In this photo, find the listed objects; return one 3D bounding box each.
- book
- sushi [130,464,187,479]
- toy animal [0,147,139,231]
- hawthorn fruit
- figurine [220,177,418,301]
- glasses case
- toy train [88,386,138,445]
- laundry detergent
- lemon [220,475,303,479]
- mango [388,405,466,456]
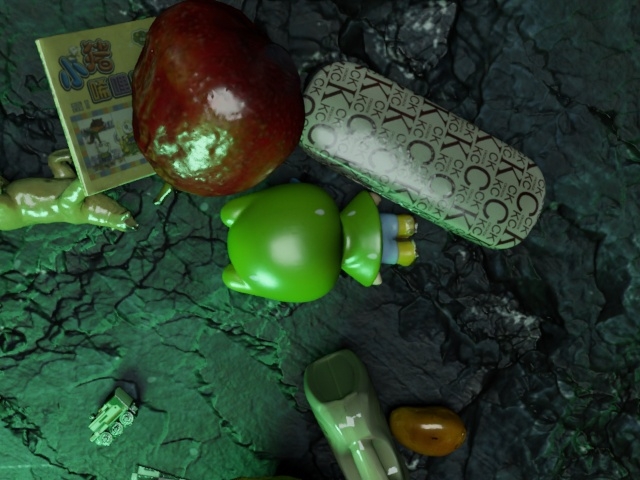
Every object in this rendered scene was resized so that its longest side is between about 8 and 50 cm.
[{"bbox_3d":[-0.250,-0.170,0.946,0.168,0.013,0.192,-26,108,-39],"label":"book"},{"bbox_3d":[-0.247,0.449,1.134,0.139,0.031,0.201,20,101,-8],"label":"sushi"},{"bbox_3d":[-0.352,-0.055,0.989,0.219,0.103,0.101,-5,122,-4],"label":"toy animal"},{"bbox_3d":[-0.133,-0.143,0.912,0.210,0.230,0.266,11,119,-33],"label":"hawthorn fruit"},{"bbox_3d":[0.000,0.000,0.997,0.263,0.143,0.162,-2,99,-15],"label":"figurine"},{"bbox_3d":[0.133,-0.108,0.992,0.355,0.085,0.137,27,86,-8],"label":"glasses case"},{"bbox_3d":[-0.301,0.256,1.085,0.083,0.033,0.053,-43,97,7],"label":"toy train"},{"bbox_3d":[0.062,0.288,1.044,0.091,0.181,0.253,-23,109,-3],"label":"laundry detergent"},{"bbox_3d":[-0.039,0.474,1.030,0.285,0.285,0.316,-26,137,3],"label":"lemon"},{"bbox_3d":[0.156,0.275,1.103,0.114,0.060,0.080,17,117,-9],"label":"mango"}]
